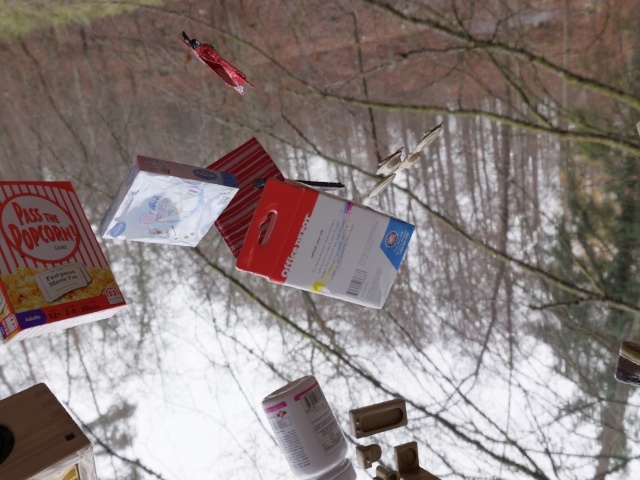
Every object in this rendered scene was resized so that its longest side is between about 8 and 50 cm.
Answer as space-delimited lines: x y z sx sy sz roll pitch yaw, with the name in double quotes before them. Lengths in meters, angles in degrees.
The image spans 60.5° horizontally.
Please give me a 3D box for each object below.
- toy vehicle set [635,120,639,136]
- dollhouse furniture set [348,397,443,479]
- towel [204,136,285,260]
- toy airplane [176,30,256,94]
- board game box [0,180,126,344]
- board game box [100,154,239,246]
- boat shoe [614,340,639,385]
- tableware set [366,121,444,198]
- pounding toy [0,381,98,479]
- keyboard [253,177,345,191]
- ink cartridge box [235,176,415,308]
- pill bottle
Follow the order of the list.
"toy vehicle set" 0.456 -0.164 0.537 0.166 0.035 0.267 -14 171 4
"dollhouse furniture set" 0.149 0.391 1.023 0.144 0.151 0.123 -6 -179 -23
"towel" -0.161 -0.089 1.266 0.199 0.274 0.031 -33 164 -6
"toy airplane" -0.149 -0.262 0.822 0.028 0.151 0.151 -48 -160 8
"board game box" -0.348 0.018 0.682 0.045 0.193 0.147 -33 170 27
"board game box" -0.132 -0.031 0.480 0.090 0.020 0.090 6 140 -40
"boat shoe" 0.403 0.158 0.663 0.152 0.049 0.056 20 -166 -27
"tableware set" 0.144 -0.139 0.967 0.141 0.020 0.168 -38 171 -18
"pounding toy" -0.199 0.165 0.317 0.100 0.141 0.130 29 -144 36
"keyboard" -0.050 -0.119 1.167 0.180 0.023 0.108 1 179 -23
"ink cartridge box" 0.000 0.000 0.764 0.231 0.134 0.078 18 -171 -26
"pill bottle" -0.026 0.508 1.418 0.161 0.282 0.160 -26 175 -3
